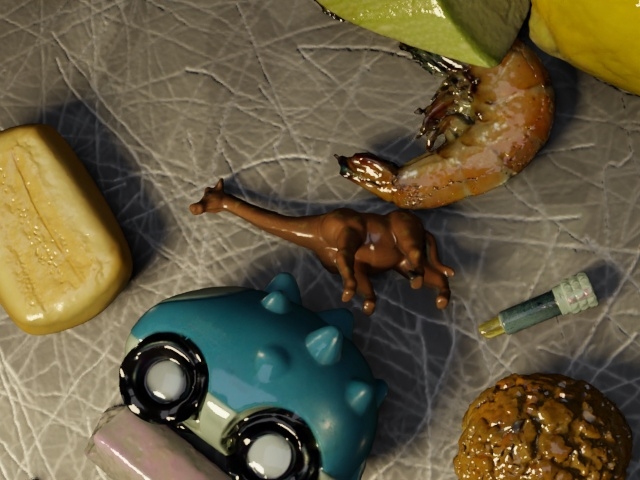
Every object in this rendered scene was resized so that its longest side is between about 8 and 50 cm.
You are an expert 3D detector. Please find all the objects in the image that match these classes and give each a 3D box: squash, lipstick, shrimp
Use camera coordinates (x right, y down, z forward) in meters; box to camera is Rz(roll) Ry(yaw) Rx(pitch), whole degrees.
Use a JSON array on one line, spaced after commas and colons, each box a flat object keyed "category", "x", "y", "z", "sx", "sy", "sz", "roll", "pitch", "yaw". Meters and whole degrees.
[{"category": "squash", "x": 0.103, "y": -0.293, "z": 1.254, "sx": 0.204, "sy": 0.155, "sz": 0.236, "roll": 34, "pitch": 62, "yaw": -23}, {"category": "lipstick", "x": 0.208, "y": 0.068, "z": 1.206, "sx": 0.116, "sy": 0.037, "sz": 0.037, "roll": -24, "pitch": 78, "yaw": 12}, {"category": "shrimp", "x": 0.087, "y": -0.157, "z": 1.250, "sx": 0.222, "sy": 0.054, "sz": 0.290, "roll": -42, "pitch": 74, "yaw": 2}]

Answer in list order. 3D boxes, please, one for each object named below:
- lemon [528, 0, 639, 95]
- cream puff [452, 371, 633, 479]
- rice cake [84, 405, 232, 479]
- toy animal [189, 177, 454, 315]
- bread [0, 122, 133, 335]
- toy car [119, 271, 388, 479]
[{"category": "lemon", "x": 0.343, "y": -0.280, "z": 1.100, "sx": 0.336, "sy": 0.336, "sz": 0.336, "roll": -2, "pitch": 81, "yaw": 10}, {"category": "cream puff", "x": 0.201, "y": 0.194, "z": 1.143, "sx": 0.165, "sy": 0.115, "sz": 0.150, "roll": -33, "pitch": 74, "yaw": 3}, {"category": "rice cake", "x": -0.085, "y": 0.276, "z": 1.204, "sx": 0.365, "sy": 0.056, "sz": 0.073, "roll": 38, "pitch": 49, "yaw": 15}, {"category": "toy animal", "x": 0.000, "y": 0.000, "z": 1.218, "sx": 0.224, "sy": 0.066, "sz": 0.229, "roll": -6, "pitch": 34, "yaw": -16}, {"category": "bread", "x": -0.283, "y": -0.010, "z": 1.274, "sx": 0.147, "sy": 0.098, "sz": 0.217, "roll": -31, "pitch": 79, "yaw": 4}, {"category": "toy car", "x": -0.052, "y": 0.127, "z": 1.165, "sx": 0.255, "sy": 0.188, "sz": 0.190, "roll": 32, "pitch": 84, "yaw": 14}]
